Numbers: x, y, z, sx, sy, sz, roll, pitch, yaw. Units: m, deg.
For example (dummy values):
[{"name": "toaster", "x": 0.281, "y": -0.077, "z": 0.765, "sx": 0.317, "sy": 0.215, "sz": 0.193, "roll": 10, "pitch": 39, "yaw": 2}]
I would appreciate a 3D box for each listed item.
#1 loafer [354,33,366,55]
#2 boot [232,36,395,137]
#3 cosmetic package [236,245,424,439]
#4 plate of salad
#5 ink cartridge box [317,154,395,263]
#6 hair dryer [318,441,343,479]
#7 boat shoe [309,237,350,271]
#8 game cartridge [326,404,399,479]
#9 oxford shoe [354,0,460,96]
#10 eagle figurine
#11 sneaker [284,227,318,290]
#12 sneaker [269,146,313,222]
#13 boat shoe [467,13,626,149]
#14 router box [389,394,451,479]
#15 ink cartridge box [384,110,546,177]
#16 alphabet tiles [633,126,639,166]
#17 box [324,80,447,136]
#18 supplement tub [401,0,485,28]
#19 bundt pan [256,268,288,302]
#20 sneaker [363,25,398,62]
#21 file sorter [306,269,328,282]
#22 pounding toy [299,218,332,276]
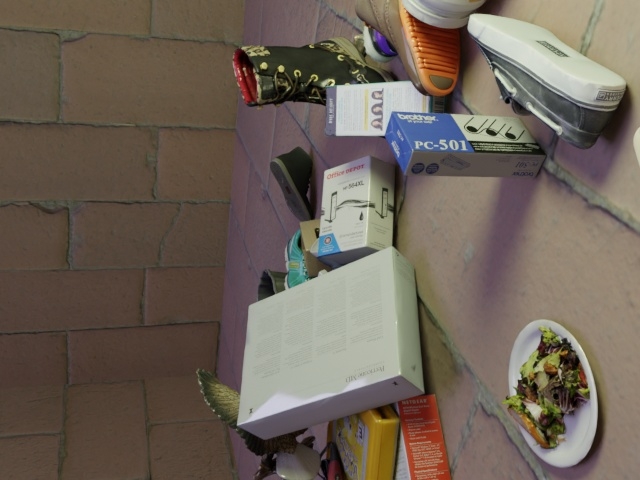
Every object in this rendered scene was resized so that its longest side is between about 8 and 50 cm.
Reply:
[{"name": "loafer", "x": 0.083, "y": -0.446, "z": 1.662, "sx": 0.125, "sy": 0.039, "sz": 0.045, "roll": 114, "pitch": 151, "yaw": -54}, {"name": "boot", "x": -0.011, "y": -0.332, "z": 1.515, "sx": 0.138, "sy": 0.284, "sz": 0.377, "roll": 103, "pitch": 149, "yaw": -41}, {"name": "cosmetic package", "x": 0.013, "y": 0.208, "z": 1.375, "sx": 0.377, "sy": 0.097, "sz": 0.284, "roll": -24, "pitch": 43, "yaw": 29}, {"name": "plate of salad", "x": 0.305, "y": 0.208, "z": 0.949, "sx": 0.200, "sy": 0.048, "sz": 0.199, "roll": 180, "pitch": 90, "yaw": -74}, {"name": "ink cartridge box", "x": 0.077, "y": -0.063, "z": 1.488, "sx": 0.148, "sy": 0.086, "sz": 0.203, "roll": -14, "pitch": 66, "yaw": 45}, {"name": "hair dryer", "x": 0.023, "y": 0.536, "z": 1.404, "sx": 0.293, "sy": 0.080, "sz": 0.223, "roll": 148, "pitch": 118, "yaw": -72}, {"name": "boat shoe", "x": 0.083, "y": 0.033, "z": 1.648, "sx": 0.099, "sy": 0.116, "sz": 0.319, "roll": 47, "pitch": 163, "yaw": -18}, {"name": "game cartridge", "x": 0.074, "y": 0.430, "z": 1.430, "sx": 0.285, "sy": 0.053, "sz": 0.323, "roll": -130, "pitch": 43, "yaw": -65}, {"name": "oxford shoe", "x": 0.144, "y": -0.399, "z": 1.232, "sx": 0.133, "sy": 0.130, "sz": 0.363, "roll": -33, "pitch": 63, "yaw": 46}, {"name": "eagle figurine", "x": -0.125, "y": 0.382, "z": 1.524, "sx": 0.226, "sy": 0.225, "sz": 0.298, "roll": -76, "pitch": -25, "yaw": -71}, {"name": "sneaker", "x": -0.047, "y": 0.079, "z": 2.026, "sx": 0.110, "sy": 0.107, "sz": 0.275, "roll": 120, "pitch": 146, "yaw": -43}, {"name": "sneaker", "x": -0.053, "y": -0.169, "z": 2.090, "sx": 0.083, "sy": 0.118, "sz": 0.222, "roll": 1, "pitch": 121, "yaw": 55}, {"name": "boat shoe", "x": 0.281, "y": -0.219, "z": 0.928, "sx": 0.301, "sy": 0.108, "sz": 0.102, "roll": -123, "pitch": 36, "yaw": -48}, {"name": "router box", "x": 0.156, "y": 0.493, "z": 1.392, "sx": 0.335, "sy": 0.082, "sz": 0.301, "roll": 122, "pitch": 143, "yaw": -61}, {"name": "ink cartridge box", "x": 0.205, "y": -0.136, "z": 0.986, "sx": 0.097, "sy": 0.207, "sz": 0.046, "roll": -108, "pitch": 24, "yaw": -44}, {"name": "alphabet tiles", "x": 0.406, "y": -0.107, "z": 0.646, "sx": 0.284, "sy": 0.021, "sz": 0.277, "roll": 128, "pitch": 138, "yaw": -64}, {"name": "box", "x": 0.119, "y": -0.247, "z": 1.317, "sx": 0.244, "sy": 0.060, "sz": 0.100, "roll": 8, "pitch": 100, "yaw": 41}, {"name": "supplement tub", "x": 0.211, "y": -0.444, "z": 1.060, "sx": 0.199, "sy": 0.145, "sz": 0.144, "roll": 111, "pitch": 153, "yaw": -50}, {"name": "bundt pan", "x": -0.114, "y": 0.251, "z": 2.206, "sx": 0.331, "sy": 0.124, "sz": 0.330, "roll": 179, "pitch": 90, "yaw": -72}, {"name": "sneaker", "x": 0.152, "y": -0.511, "z": 1.358, "sx": 0.146, "sy": 0.102, "sz": 0.293, "roll": 175, "pitch": 91, "yaw": -66}, {"name": "file sorter", "x": -0.017, "y": 0.254, "z": 1.682, "sx": 0.193, "sy": 0.173, "sz": 0.277, "roll": 43, "pitch": 139, "yaw": 29}, {"name": "pounding toy", "x": 0.000, "y": 0.000, "z": 1.899, "sx": 0.130, "sy": 0.100, "sz": 0.141, "roll": 86, "pitch": 173, "yaw": -46}]
